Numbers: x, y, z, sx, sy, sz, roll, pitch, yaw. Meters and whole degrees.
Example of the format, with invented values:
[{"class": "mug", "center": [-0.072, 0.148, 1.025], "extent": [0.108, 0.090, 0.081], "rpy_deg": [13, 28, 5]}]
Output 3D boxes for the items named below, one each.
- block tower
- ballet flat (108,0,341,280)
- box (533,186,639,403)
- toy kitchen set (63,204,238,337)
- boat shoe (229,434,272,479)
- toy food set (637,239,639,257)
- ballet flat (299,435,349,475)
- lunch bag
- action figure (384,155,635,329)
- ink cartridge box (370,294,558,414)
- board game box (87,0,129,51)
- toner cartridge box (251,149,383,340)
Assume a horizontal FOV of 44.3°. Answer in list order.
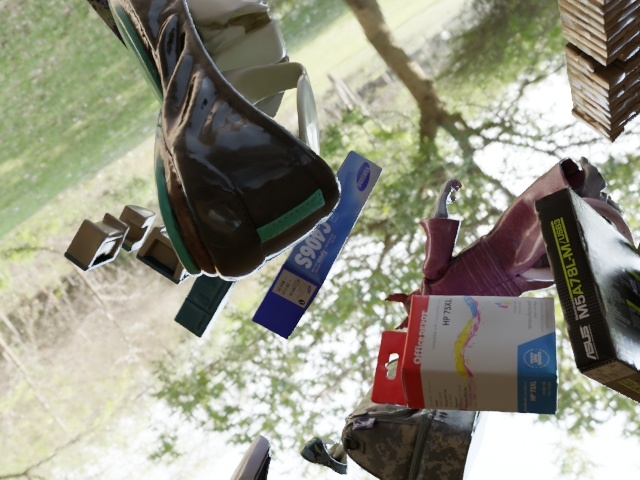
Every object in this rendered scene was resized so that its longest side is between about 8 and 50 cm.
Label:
[{"class": "block tower", "center": [0.408, -0.282, 1.114], "extent": [0.097, 0.091, 0.335], "rpy_deg": [-38, 145, -3]}, {"class": "ballet flat", "center": [-0.057, -0.083, 0.459], "extent": [0.096, 0.095, 0.280], "rpy_deg": [-23, -135, -3]}, {"class": "box", "center": [0.294, 0.062, 0.799], "extent": [0.045, 0.184, 0.191], "rpy_deg": [-28, 144, 31]}, {"class": "toy kitchen set", "center": [-0.254, 0.058, 1.170], "extent": [0.122, 0.207, 0.166], "rpy_deg": [-60, 173, 18]}, {"class": "boat shoe", "center": [-0.129, 0.494, 1.379], "extent": [0.108, 0.102, 0.301], "rpy_deg": [-54, -167, 54]}, {"class": "toy food set", "center": [0.450, 0.057, 0.913], "extent": [0.038, 0.192, 0.132], "rpy_deg": [-5, 116, -75]}, {"class": "ballet flat", "center": [0.026, 0.473, 1.736], "extent": [0.070, 0.070, 0.188], "rpy_deg": [-37, 145, 10]}, {"class": "lunch bag", "center": [0.206, 0.380, 1.654], "extent": [0.305, 0.256, 0.212], "rpy_deg": [-41, 141, -59]}, {"class": "action figure", "center": [0.261, 0.050, 1.124], "extent": [0.370, 0.248, 0.275], "rpy_deg": [-33, -157, 18]}, {"class": "ink cartridge box", "center": [0.181, 0.142, 1.005], "extent": [0.231, 0.078, 0.134], "rpy_deg": [0, -139, 14]}, {"class": "board game box", "center": [-0.336, -0.393, 1.289], "extent": [0.056, 0.347, 0.208], "rpy_deg": [-41, 165, 3]}, {"class": "toner cartridge box", "center": [0.000, 0.000, 1.397], "extent": [0.165, 0.075, 0.347], "rpy_deg": [-57, -177, 44]}]
